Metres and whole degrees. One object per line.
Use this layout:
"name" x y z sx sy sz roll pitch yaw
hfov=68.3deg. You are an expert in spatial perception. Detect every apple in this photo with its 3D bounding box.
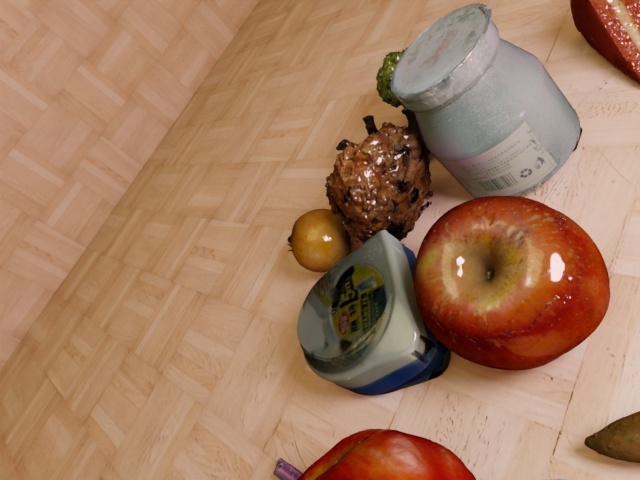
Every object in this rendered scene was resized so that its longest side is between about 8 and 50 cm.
"apple" 0.275 0.067 0.704 0.271 0.206 0.252 -20 56 36

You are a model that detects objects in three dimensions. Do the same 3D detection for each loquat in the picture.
"loquat" 0.000 0.000 1.087 0.163 0.137 0.163 -12 64 26

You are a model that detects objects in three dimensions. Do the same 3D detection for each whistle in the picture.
"whistle" -0.025 0.432 0.821 0.176 0.033 0.033 9 65 49

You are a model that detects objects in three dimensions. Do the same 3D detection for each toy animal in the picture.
"toy animal" 0.155 -0.229 1.125 0.245 0.146 0.115 -6 35 38

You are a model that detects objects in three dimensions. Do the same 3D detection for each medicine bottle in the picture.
"medicine bottle" 0.293 -0.249 0.864 0.245 0.290 0.245 -34 34 28

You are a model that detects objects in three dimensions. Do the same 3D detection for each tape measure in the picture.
"tape measure" 0.085 0.144 0.879 0.262 0.138 0.259 -30 39 23

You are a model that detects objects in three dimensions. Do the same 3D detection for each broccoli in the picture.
"broccoli" 0.298 -0.377 1.096 0.254 0.186 0.302 -14 22 -28

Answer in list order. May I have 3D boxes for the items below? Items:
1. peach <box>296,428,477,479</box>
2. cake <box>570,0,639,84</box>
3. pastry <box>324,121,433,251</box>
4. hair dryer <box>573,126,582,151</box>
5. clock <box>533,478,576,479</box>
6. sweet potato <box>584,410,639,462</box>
"peach" 0.102 0.411 0.563 0.281 0.281 0.338 -38 76 14
"cake" 0.587 -0.434 0.862 0.158 0.159 0.262 -29 43 20
"pastry" 0.115 -0.117 0.975 0.192 0.275 0.275 9 64 34
"hair dryer" 0.449 -0.191 0.899 0.083 0.026 0.047 4 61 51
"clock" 0.267 0.384 0.548 0.148 0.060 0.189 -19 46 32
"sweet potato" 0.470 0.215 0.486 0.346 0.079 0.109 3 89 45
